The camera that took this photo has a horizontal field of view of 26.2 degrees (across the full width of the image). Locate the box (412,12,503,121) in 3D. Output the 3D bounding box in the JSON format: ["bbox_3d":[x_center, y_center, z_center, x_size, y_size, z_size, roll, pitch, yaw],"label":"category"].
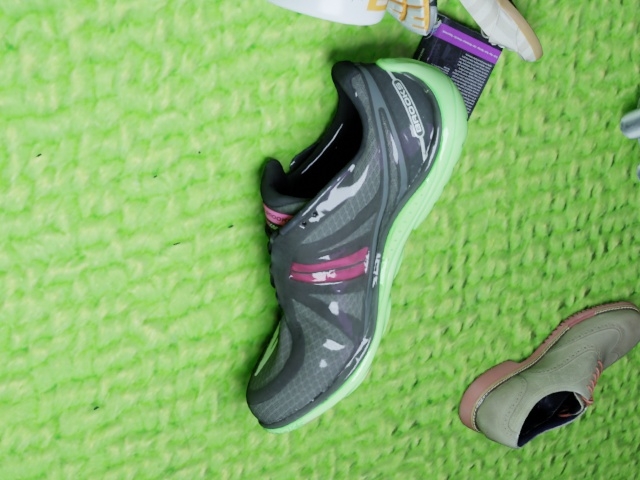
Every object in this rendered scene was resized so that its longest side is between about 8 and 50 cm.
[{"bbox_3d":[0.153,-0.193,1.730,0.116,0.029,0.162,17,101,-42],"label":"box"}]

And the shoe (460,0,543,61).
[{"bbox_3d":[0.204,-0.290,1.694,0.058,0.076,0.219,-35,130,13],"label":"shoe"}]

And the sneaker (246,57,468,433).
[{"bbox_3d":[0.000,0.000,1.647,0.202,0.185,0.482,16,102,-23],"label":"sneaker"}]

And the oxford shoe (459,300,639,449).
[{"bbox_3d":[0.378,0.212,2.067,0.348,0.130,0.123,-31,130,-22],"label":"oxford shoe"}]

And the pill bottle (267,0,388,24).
[{"bbox_3d":[0.027,-0.375,1.438,0.152,0.152,0.272,-1,115,-39],"label":"pill bottle"}]

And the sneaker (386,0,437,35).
[{"bbox_3d":[0.110,-0.337,1.579,0.083,0.084,0.215,-33,130,-27],"label":"sneaker"}]

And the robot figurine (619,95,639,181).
[{"bbox_3d":[0.598,-0.180,1.974,0.353,0.200,0.300,-17,92,-30],"label":"robot figurine"}]
